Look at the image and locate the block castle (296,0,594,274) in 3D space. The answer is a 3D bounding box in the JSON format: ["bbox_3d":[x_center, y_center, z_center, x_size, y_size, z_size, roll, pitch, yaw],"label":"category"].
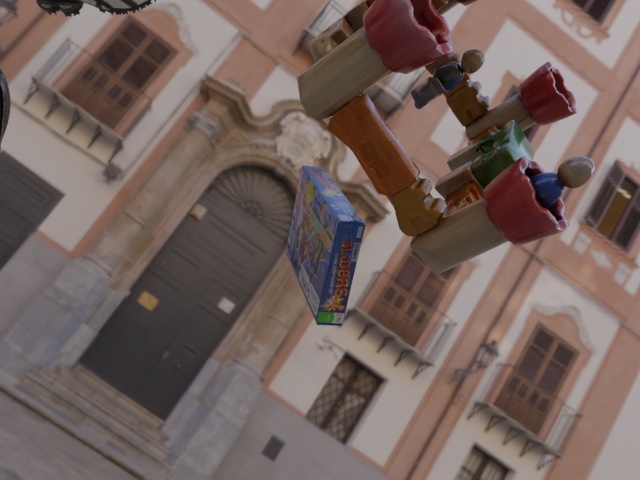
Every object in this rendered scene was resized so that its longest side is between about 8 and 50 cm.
[{"bbox_3d":[0.187,-0.200,0.831,0.212,0.453,0.303,-30,-76,33],"label":"block castle"}]

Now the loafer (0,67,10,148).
[{"bbox_3d":[-0.458,-0.135,0.907,0.080,0.220,0.078,3,27,-24],"label":"loafer"}]

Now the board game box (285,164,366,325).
[{"bbox_3d":[0.000,0.000,0.876,0.035,0.136,0.201,5,24,-17],"label":"board game box"}]

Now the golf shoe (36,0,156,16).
[{"bbox_3d":[-0.317,-0.375,0.969,0.198,0.077,0.094,-6,-36,0],"label":"golf shoe"}]
